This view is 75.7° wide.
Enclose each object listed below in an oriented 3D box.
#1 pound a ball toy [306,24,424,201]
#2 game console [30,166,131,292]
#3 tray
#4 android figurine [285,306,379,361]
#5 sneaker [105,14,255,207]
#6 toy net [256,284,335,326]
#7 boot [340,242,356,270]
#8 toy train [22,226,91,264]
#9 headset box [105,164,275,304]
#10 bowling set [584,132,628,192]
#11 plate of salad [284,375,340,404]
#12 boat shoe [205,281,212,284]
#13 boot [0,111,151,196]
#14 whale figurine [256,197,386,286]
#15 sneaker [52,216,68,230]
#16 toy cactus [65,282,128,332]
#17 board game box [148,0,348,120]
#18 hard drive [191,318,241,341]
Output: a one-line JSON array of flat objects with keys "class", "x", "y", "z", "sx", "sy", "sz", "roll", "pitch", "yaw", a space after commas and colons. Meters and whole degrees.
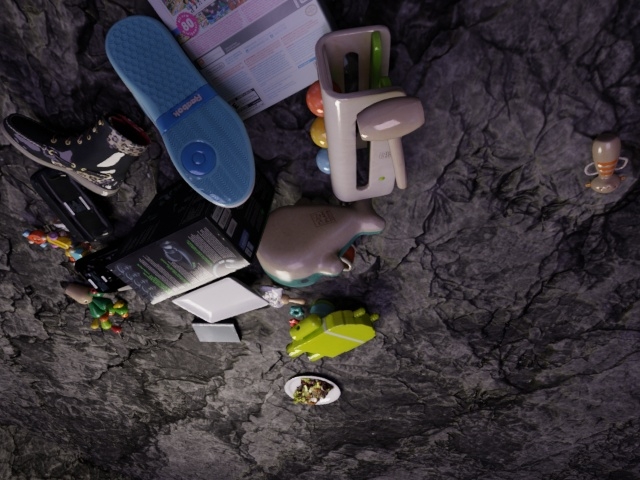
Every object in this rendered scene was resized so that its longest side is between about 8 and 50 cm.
[{"class": "pound a ball toy", "x": 0.054, "y": -0.157, "z": 0.632, "sx": 0.136, "sy": 0.208, "sz": 0.319, "roll": -9, "pitch": 157, "yaw": 2}, {"class": "game console", "x": -0.531, "y": -0.024, "z": 0.999, "sx": 0.213, "sy": 0.044, "sz": 0.361, "roll": -22, "pitch": 121, "yaw": 5}, {"class": "tray", "x": -0.276, "y": 0.160, "z": 1.132, "sx": 0.270, "sy": 0.030, "sz": 0.145, "roll": -22, "pitch": 130, "yaw": 37}, {"class": "android figurine", "x": 0.038, "y": 0.262, "z": 1.150, "sx": 0.248, "sy": 0.056, "sz": 0.273, "roll": 25, "pitch": 130, "yaw": -40}, {"class": "sneaker", "x": -0.215, "y": -0.194, "z": 0.705, "sx": 0.127, "sy": 0.208, "sz": 0.318, "roll": -31, "pitch": 94, "yaw": -9}, {"class": "toy net", "x": -0.077, "y": 0.181, "z": 1.148, "sx": 0.232, "sy": 0.045, "sz": 0.122, "roll": 31, "pitch": 130, "yaw": -17}, {"class": "boot", "x": 0.013, "y": 0.014, "z": 0.958, "sx": 0.158, "sy": 0.084, "sz": 0.059, "roll": 26, "pitch": 131, "yaw": -13}, {"class": "toy train", "x": -0.670, "y": 0.010, "z": 1.071, "sx": 0.125, "sy": 0.046, "sz": 0.166, "roll": -12, "pitch": 137, "yaw": 39}, {"class": "headset box", "x": -0.261, "y": -0.027, "z": 0.845, "sx": 0.283, "sy": 0.246, "sz": 0.131, "roll": -22, "pitch": 125, "yaw": 24}, {"class": "bowling set", "x": 0.635, "y": -0.107, "z": 0.701, "sx": 0.287, "sy": 0.199, "sz": 0.154, "roll": -11, "pitch": 131, "yaw": 22}, {"class": "plate of salad", "x": -0.030, "y": 0.542, "z": 1.460, "sx": 0.200, "sy": 0.048, "sz": 0.199, "roll": 4, "pitch": 132, "yaw": 5}, {"class": "boat shoe", "x": -0.278, "y": 0.059, "z": 1.056, "sx": 0.048, "sy": 0.056, "sz": 0.153, "roll": 15, "pitch": 125, "yaw": 0}, {"class": "boot", "x": -0.479, "y": -0.209, "z": 0.822, "sx": 0.179, "sy": 0.085, "sz": 0.236, "roll": -34, "pitch": 126, "yaw": 29}, {"class": "whale figurine", "x": 0.000, "y": 0.000, "z": 0.877, "sx": 0.272, "sy": 0.216, "sz": 0.141, "roll": -22, "pitch": 142, "yaw": -9}, {"class": "sneaker", "x": -0.622, "y": -0.039, "z": 1.032, "sx": 0.083, "sy": 0.031, "sz": 0.037, "roll": 8, "pitch": 149, "yaw": 3}, {"class": "toy cactus", "x": -0.653, "y": 0.185, "z": 1.196, "sx": 0.181, "sy": 0.112, "sz": 0.219, "roll": 24, "pitch": 139, "yaw": -1}, {"class": "board game box", "x": -0.122, "y": -0.367, "z": 0.626, "sx": 0.224, "sy": 0.097, "sz": 0.303, "roll": -20, "pitch": 128, "yaw": 22}, {"class": "hard drive", "x": -0.321, "y": 0.280, "z": 1.280, "sx": 0.135, "sy": 0.022, "sz": 0.094, "roll": -1, "pitch": 131, "yaw": 8}]
